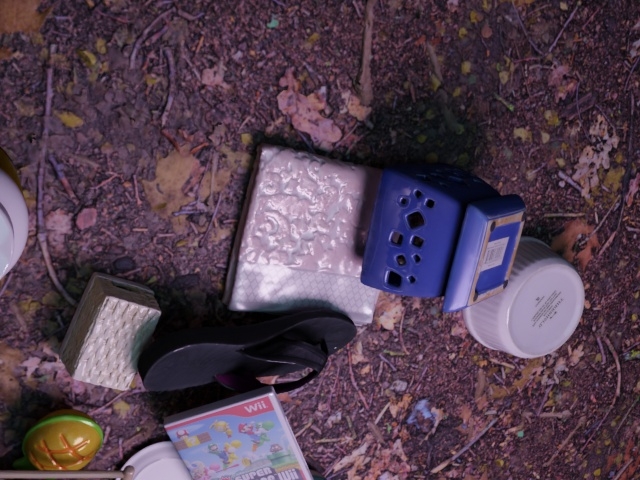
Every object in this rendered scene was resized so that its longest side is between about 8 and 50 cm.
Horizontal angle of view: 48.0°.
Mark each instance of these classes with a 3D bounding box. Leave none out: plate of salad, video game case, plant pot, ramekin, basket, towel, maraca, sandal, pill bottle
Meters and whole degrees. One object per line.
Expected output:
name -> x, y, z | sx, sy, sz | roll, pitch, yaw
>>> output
plate of salad -> -0.294, 0.473, 1.369 | 0.200, 0.048, 0.199 | -3, 99, -18
video game case -> -0.140, 0.405, 1.327 | 0.204, 0.025, 0.285 | -18, 119, 3
plant pot -> 0.237, -0.005, 1.333 | 0.236, 0.212, 0.235 | -11, 119, -51
ramekin -> 0.454, 0.133, 1.577 | 0.273, 0.127, 0.272 | -8, 108, -23
basket -> -0.352, 0.155, 1.208 | 0.113, 0.103, 0.167 | 21, 95, -30
towel -> 0.000, 0.000, 1.360 | 0.332, 0.053, 0.316 | 10, 101, -29
maraca -> -0.450, 0.358, 1.232 | 0.127, 0.099, 0.185 | 26, 120, -26
sandal -> -0.107, 0.224, 1.291 | 0.446, 0.107, 0.167 | -3, 138, -39
pill bottle -> -0.489, -0.039, 0.948 | 0.188, 0.334, 0.187 | -8, 109, -24

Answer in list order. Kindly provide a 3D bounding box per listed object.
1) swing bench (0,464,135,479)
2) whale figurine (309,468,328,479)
swing bench -> -0.462, 0.487, 1.195 | 0.253, 0.165, 0.254 | 9, 146, -23
whale figurine -> -0.051, 0.609, 1.474 | 0.216, 0.141, 0.272 | 5, 106, -27
